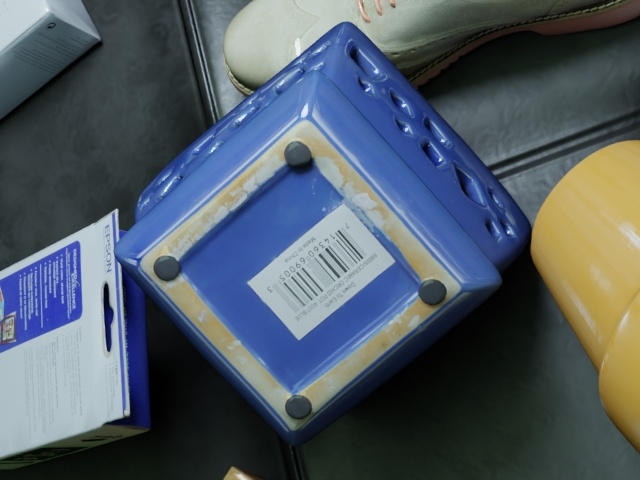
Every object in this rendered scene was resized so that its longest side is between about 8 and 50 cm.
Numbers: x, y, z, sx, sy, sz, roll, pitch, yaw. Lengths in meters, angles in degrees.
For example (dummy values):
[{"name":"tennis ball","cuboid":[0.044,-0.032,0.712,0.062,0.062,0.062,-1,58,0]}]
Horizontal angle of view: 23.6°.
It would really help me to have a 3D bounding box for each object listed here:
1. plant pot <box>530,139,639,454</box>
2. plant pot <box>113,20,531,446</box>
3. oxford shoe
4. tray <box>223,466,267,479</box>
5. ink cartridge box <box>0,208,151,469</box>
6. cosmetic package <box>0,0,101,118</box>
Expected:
[{"name":"plant pot","cuboid":[0.254,0.031,1.086,0.205,0.205,0.188,-49,50,10]},{"name":"plant pot","cuboid":[0.000,0.000,1.144,0.236,0.212,0.236,-40,96,14]},{"name":"oxford shoe","cuboid":[0.080,-0.213,1.229,0.397,0.146,0.140,-17,73,22]},{"name":"tray","cuboid":[-0.090,0.407,1.198,0.203,0.076,0.410,30,87,23]},{"name":"ink cartridge box","cuboid":[-0.217,0.093,1.276,0.333,0.065,0.165,-21,68,53]},{"name":"cosmetic package","cuboid":[-0.416,-0.268,1.503,0.284,0.097,0.377,-34,68,14]}]
